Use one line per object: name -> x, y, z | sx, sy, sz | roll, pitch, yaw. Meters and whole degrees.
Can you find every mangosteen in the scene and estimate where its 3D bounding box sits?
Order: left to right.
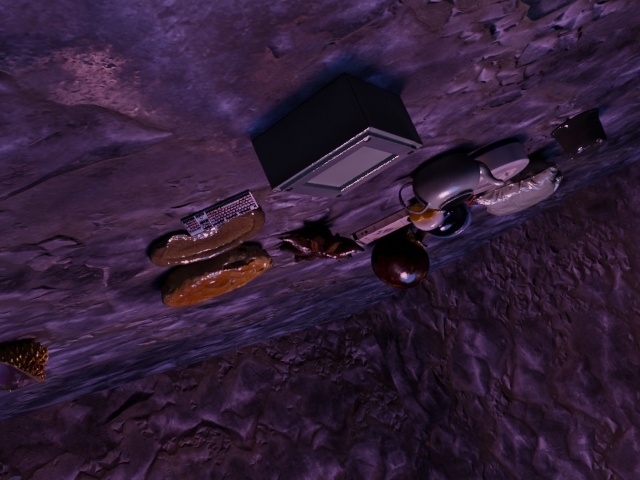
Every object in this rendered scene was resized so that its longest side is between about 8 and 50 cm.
mangosteen -> 0.323, 0.043, 2.411 | 0.231, 0.231, 0.289 | -2, 123, -57

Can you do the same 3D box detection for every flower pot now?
flower pot -> 0.818, -0.323, 1.973 | 0.157, 0.106, 0.157 | -24, 167, -6

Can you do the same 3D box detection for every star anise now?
star anise -> 0.000, 0.000, 1.895 | 0.272, 0.102, 0.272 | 3, 164, 1

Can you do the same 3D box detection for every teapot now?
teapot -> 0.359, -0.159, 1.785 | 0.294, 0.129, 0.193 | -23, 166, -7

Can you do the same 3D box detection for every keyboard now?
keyboard -> -0.222, -0.057, 1.404 | 0.166, 0.017, 0.055 | -24, 139, 2

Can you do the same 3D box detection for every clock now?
clock -> 0.516, -0.218, 1.929 | 0.230, 0.083, 0.230 | -24, 170, -5

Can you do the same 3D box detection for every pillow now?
pillow -> 0.708, -0.187, 2.247 | 0.310, 0.138, 0.283 | -26, 166, 25

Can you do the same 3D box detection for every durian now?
durian -> -0.843, 0.350, 1.758 | 0.165, 0.132, 0.182 | -4, 171, -25

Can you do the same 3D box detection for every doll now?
doll -> 0.410, -0.083, 2.151 | 0.177, 0.141, 0.314 | -10, 171, 32

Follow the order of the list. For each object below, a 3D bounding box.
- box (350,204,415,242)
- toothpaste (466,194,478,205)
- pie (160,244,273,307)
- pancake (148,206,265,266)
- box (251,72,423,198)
box -> 0.230, -0.050, 2.206 | 0.247, 0.033, 0.129 | -26, 166, 14
toothpaste -> 0.651, -0.167, 2.451 | 0.194, 0.045, 0.071 | -10, 154, -25
pie -> -0.304, 0.107, 1.829 | 0.339, 0.083, 0.339 | -21, 169, -4
pancake -> -0.269, -0.007, 1.536 | 0.288, 0.033, 0.286 | -13, 164, -37
box -> 0.036, -0.179, 1.188 | 0.225, 0.117, 0.225 | -30, 165, 29
